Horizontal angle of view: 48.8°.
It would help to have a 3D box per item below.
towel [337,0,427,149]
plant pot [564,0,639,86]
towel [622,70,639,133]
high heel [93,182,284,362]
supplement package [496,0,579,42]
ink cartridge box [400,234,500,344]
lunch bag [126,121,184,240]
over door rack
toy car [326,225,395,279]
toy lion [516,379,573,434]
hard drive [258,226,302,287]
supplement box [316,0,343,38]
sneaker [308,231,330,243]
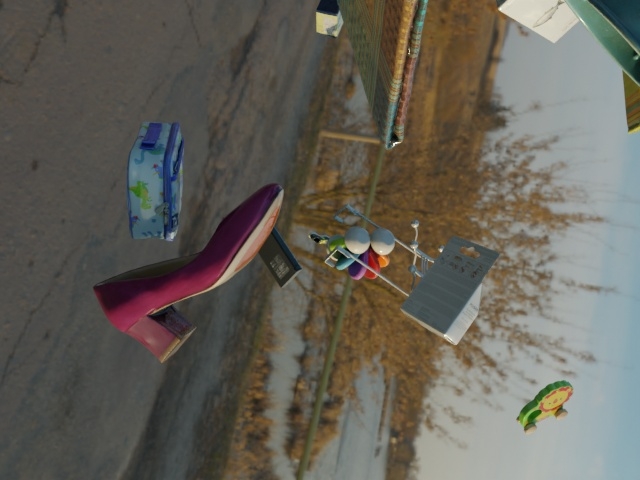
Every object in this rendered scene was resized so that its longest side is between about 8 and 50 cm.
[{"bbox_3d":[0.057,-0.334,0.855,0.271,0.040,0.370,91,-13,-62],"label":"towel"},{"bbox_3d":[0.646,-0.449,1.210,0.334,0.341,0.341,-43,-175,20],"label":"plant pot"},{"bbox_3d":[0.776,-0.389,1.742,0.102,0.021,0.237,35,51,-86],"label":"towel"},{"bbox_3d":[-0.221,0.017,1.132,0.377,0.181,0.127,-50,175,15],"label":"high heel"},{"bbox_3d":[0.494,-0.550,1.593,0.105,0.179,0.105,-44,-145,44],"label":"supplement package"},{"bbox_3d":[0.321,0.115,1.699,0.232,0.066,0.189,-50,-150,-7],"label":"ink cartridge box"},{"bbox_3d":[-0.293,-0.113,1.263,0.219,0.090,0.176,-102,-164,-62],"label":"lunch bag"},{"bbox_3d":[0.187,0.025,1.857,0.239,0.324,0.108,-75,-169,-57],"label":"over door rack"},{"bbox_3d":[0.110,0.041,1.940,0.159,0.182,0.136,-23,-113,58],"label":"toy car"},{"bbox_3d":[0.389,0.282,1.217,0.096,0.100,0.034,74,-10,-45],"label":"toy lion"},{"bbox_3d":[-0.110,0.043,1.805,0.022,0.135,0.094,-22,163,-43],"label":"hard drive"},{"bbox_3d":[0.028,-0.577,1.795,0.083,0.056,0.083,89,19,-60],"label":"supplement box"},{"bbox_3d":[0.000,0.000,2.340,0.031,0.083,0.035,-61,-153,26],"label":"sneaker"}]
